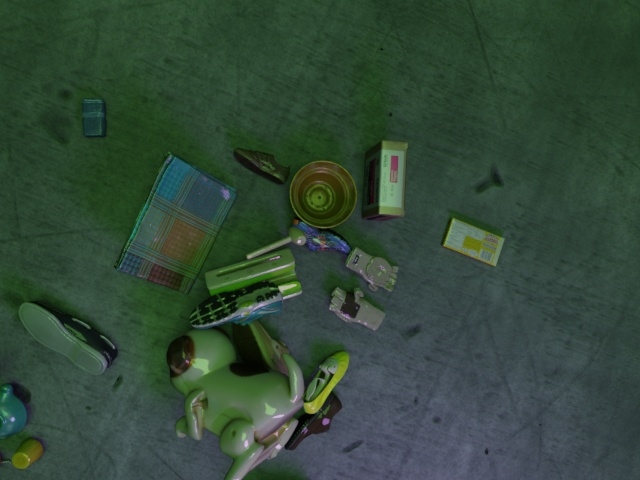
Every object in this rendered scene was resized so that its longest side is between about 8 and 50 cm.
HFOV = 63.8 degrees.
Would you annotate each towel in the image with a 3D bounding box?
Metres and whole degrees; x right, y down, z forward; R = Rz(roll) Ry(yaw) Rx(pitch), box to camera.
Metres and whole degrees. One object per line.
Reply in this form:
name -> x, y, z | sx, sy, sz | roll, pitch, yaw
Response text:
towel -> -0.419, -0.043, 1.538 | 0.272, 0.040, 0.369 | 30, 82, -45
towel -> -0.696, -0.377, 1.581 | 0.067, 0.029, 0.119 | -2, 87, -10

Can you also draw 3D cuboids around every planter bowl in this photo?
planter bowl -> 0.003, -0.144, 1.659 | 0.218, 0.090, 0.216 | 0, 87, -10

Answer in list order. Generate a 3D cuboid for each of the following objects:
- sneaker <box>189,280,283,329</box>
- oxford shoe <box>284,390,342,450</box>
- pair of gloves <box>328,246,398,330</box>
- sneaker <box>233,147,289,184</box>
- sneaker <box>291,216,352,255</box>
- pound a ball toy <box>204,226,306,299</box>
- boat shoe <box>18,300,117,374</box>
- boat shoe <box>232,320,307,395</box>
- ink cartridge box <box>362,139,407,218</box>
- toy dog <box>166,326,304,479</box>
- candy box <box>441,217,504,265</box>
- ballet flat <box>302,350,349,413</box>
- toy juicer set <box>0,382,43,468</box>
sneaker -> -0.240, 0.212, 1.499 | 0.276, 0.107, 0.109 | -14, 130, -10
oxford shoe -> -0.018, 0.588, 1.633 | 0.227, 0.083, 0.096 | -44, 99, -8
pair of gloves -> 0.142, 0.160, 1.689 | 0.204, 0.042, 0.240 | 23, 88, -20
sneaker -> -0.187, -0.253, 1.655 | 0.189, 0.066, 0.071 | 31, 66, -12
sneaker -> 0.000, 0.000, 1.669 | 0.221, 0.083, 0.087 | 24, 103, -8
pound a ball toy -> -0.192, 0.081, 1.579 | 0.320, 0.135, 0.208 | -18, 121, -8
boat shoe -> -0.742, 0.276, 1.520 | 0.302, 0.091, 0.114 | 43, 114, -7
boat shoe -> -0.159, 0.368, 1.612 | 0.110, 0.122, 0.340 | -29, 93, -45
ink cartridge box -> 0.202, -0.186, 1.644 | 0.088, 0.193, 0.234 | 4, 86, -10
toy dog -> -0.273, 0.425, 1.470 | 0.408, 0.285, 0.395 | 37, 118, 20
candy box -> 0.527, 0.006, 1.776 | 0.206, 0.027, 0.105 | 21, 82, -9
ballet flat -> 0.013, 0.434, 1.617 | 0.231, 0.077, 0.077 | -54, 132, -23
toy juicer set -> -0.951, 0.512, 1.480 | 0.210, 0.089, 0.328 | -16, 99, 3
